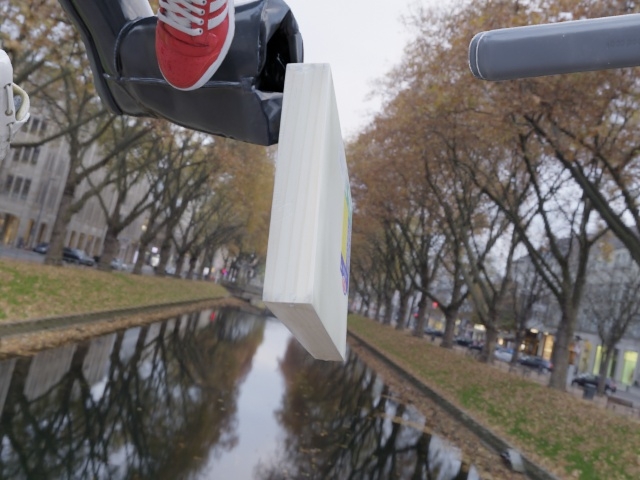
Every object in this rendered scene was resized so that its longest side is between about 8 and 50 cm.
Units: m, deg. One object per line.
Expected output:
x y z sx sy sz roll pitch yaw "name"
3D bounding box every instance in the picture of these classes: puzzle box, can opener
0.000 0.000 0.780 0.052 0.272 0.409 1 -20 7 "puzzle box"
0.288 -0.163 0.555 0.283 0.095 0.076 -5 17 5 "can opener"

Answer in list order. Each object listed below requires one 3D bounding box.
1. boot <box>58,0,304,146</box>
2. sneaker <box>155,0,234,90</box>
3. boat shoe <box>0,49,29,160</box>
-0.232 -0.346 0.922 0.445 0.146 0.367 20 -45 40 "boot"
-0.061 -0.121 0.273 0.042 0.118 0.067 24 29 -2 "sneaker"
-0.470 -0.187 0.853 0.096 0.098 0.277 -32 3 -26 "boat shoe"
